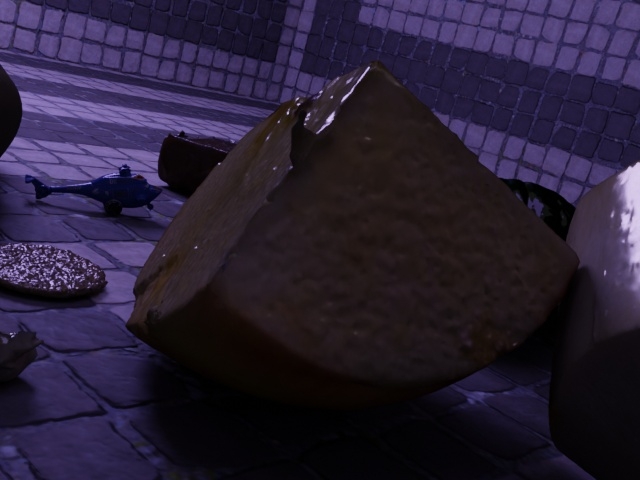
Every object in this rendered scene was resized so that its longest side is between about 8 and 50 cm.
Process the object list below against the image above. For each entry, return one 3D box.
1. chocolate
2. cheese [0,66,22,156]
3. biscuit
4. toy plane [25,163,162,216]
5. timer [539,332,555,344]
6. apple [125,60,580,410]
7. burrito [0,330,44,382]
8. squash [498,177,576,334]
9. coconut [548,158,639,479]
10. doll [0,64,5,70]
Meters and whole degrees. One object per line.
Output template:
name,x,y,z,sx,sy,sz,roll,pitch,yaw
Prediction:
chocolate,-0.137,-0.104,1.207,0.214,0.093,0.148,22,16,29
cheese,-0.422,-0.129,0.874,0.091,0.175,0.202,47,-13,1
biscuit,-0.256,0.026,0.705,0.120,0.015,0.120,16,13,-4
toy plane,-0.283,-0.067,0.968,0.167,0.062,0.054,-1,19,-22
timer,0.322,0.103,0.978,0.140,0.047,0.128,6,17,-36
apple,0.000,0.000,0.612,0.314,0.252,0.309,-6,-3,-22
burrito,-0.253,0.077,0.457,0.045,0.041,0.185,-28,-18,39
squash,0.211,0.024,0.879,0.218,0.218,0.172,12,49,-14
coconut,0.308,0.076,0.533,0.323,0.323,0.323,15,13,-4
doll,-0.524,-0.189,0.971,0.228,0.154,0.258,-21,-26,32
